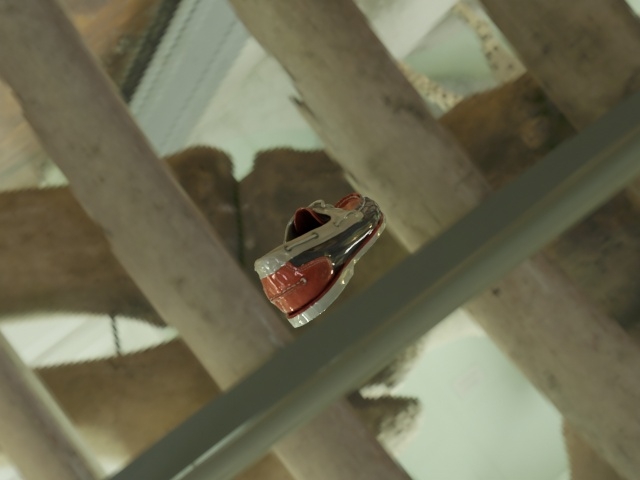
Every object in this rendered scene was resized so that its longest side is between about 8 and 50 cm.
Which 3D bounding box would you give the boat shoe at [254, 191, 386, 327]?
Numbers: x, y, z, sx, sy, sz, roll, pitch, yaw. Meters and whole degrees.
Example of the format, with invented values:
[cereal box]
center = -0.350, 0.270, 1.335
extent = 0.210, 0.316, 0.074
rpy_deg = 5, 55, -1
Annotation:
[boat shoe]
center = 0.000, 0.000, 0.701
extent = 0.049, 0.043, 0.137
rpy_deg = -35, -171, 29
